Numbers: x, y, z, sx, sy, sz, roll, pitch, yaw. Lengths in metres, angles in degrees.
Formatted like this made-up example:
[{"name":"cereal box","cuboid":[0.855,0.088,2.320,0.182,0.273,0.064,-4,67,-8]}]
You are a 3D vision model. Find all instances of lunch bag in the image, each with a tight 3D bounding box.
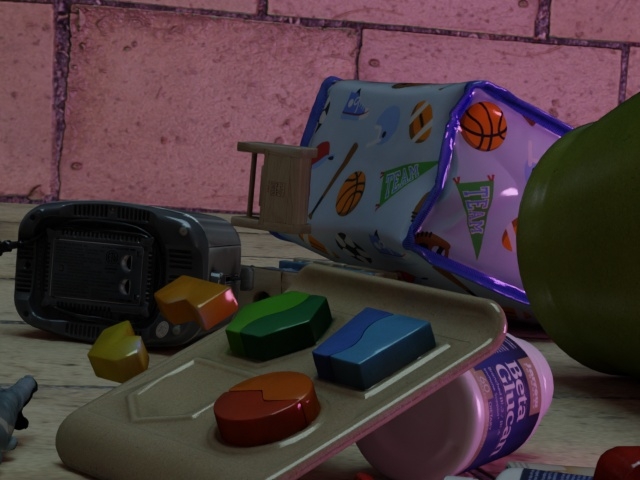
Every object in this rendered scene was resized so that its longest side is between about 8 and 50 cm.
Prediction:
[{"name":"lunch bag","cuboid":[0.198,-0.027,2.063,0.385,0.239,0.328,26,-6,-26]}]

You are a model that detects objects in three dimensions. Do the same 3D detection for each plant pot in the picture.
[{"name":"plant pot","cuboid":[0.361,-0.010,1.609,0.366,0.366,0.353,1,-5,-32]}]

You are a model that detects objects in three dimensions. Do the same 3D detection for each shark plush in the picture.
[{"name":"shark plush","cuboid":[-0.209,0.105,1.203,0.073,0.067,0.161,7,6,27]}]

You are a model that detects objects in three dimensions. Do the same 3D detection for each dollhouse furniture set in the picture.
[{"name":"dollhouse furniture set","cuboid":[0.000,0.000,1.859,0.129,0.183,0.129,8,7,31]}]

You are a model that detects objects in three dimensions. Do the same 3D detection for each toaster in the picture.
[{"name":"toaster","cuboid":[-0.179,0.028,1.752,0.227,0.129,0.146,4,1,19]}]

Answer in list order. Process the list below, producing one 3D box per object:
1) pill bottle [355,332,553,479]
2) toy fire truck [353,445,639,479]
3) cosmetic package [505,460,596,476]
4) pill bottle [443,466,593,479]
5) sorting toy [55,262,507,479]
[{"name":"pill bottle","cuboid":[0.096,0.107,1.280,0.094,0.094,0.169,7,6,27]},{"name":"toy fire truck","cuboid":[0.075,0.143,0.751,0.217,0.158,0.246,1,16,-23]},{"name":"cosmetic package","cuboid":[0.165,0.156,1.093,0.115,0.041,0.060,4,5,-2]},{"name":"pill bottle","cuboid":[0.120,0.151,0.967,0.120,0.067,0.067,6,6,13]},{"name":"sorting toy","cuboid":[-0.059,0.077,1.215,0.229,0.041,0.307,-33,26,-30]}]
